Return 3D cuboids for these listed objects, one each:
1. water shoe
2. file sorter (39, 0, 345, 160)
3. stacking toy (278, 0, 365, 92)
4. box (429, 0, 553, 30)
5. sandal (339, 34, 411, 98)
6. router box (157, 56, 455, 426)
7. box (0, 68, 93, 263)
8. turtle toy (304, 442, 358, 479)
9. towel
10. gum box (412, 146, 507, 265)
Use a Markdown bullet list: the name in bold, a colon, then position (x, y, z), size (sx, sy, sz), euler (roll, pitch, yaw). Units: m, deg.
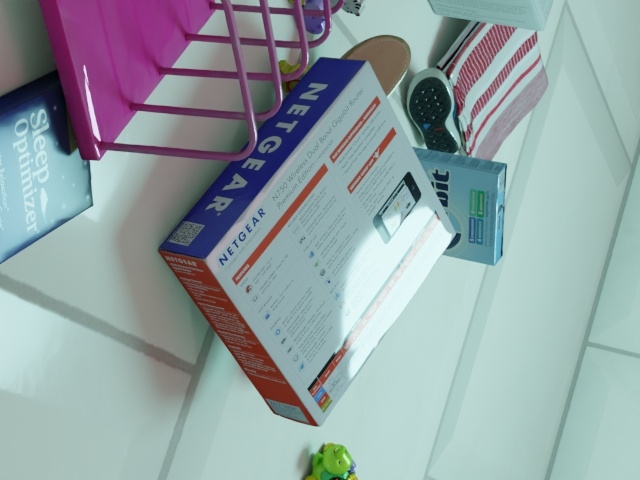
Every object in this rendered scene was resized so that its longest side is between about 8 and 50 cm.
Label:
- **water shoe**: position (0.175, -0.214, 2.042), size (0.203, 0.073, 0.080), euler (71, 17, -56)
- **file sorter**: position (-0.103, -0.231, 1.228), size (0.290, 0.182, 0.202), euler (-62, 152, -46)
- **stacking toy**: position (-0.015, -0.303, 1.584), size (0.167, 0.052, 0.221), euler (-62, 151, -31)
- **box**: position (0.268, -0.430, 1.975), size (0.181, 0.182, 0.119), euler (-71, 157, -13)
- **sandal**: position (0.009, -0.180, 1.686), size (0.240, 0.079, 0.088), euler (-49, 122, -12)
- **router box**: position (0.000, 0.000, 1.579), size (0.335, 0.082, 0.301), euler (-52, 131, -27)
- **box**: position (-0.266, -0.067, 1.181), size (0.225, 0.036, 0.136), euler (-43, 139, -53)
- **turtle toy**: position (0.020, 0.354, 1.967), size (0.095, 0.066, 0.130), euler (-55, 148, -40)
- **towel**: position (0.299, -0.276, 2.211), size (0.237, 0.037, 0.329), euler (-53, 151, -14)
- **gum box**: position (0.185, -0.054, 1.977), size (0.041, 0.184, 0.157), euler (-44, 140, -51)
